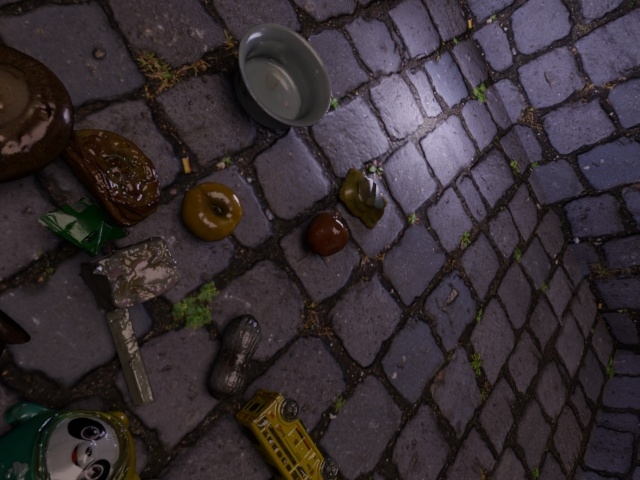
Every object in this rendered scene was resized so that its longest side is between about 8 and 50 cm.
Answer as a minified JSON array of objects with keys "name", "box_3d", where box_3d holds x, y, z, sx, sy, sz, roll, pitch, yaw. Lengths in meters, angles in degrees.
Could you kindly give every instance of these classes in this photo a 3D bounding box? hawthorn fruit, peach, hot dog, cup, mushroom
[{"name":"hawthorn fruit","box_3d":[0.018,-0.003,1.390,0.149,0.149,0.189,34,61,-26]},{"name":"peach","box_3d":[-0.315,-0.086,1.185,0.179,0.103,0.180,10,73,-32]},{"name":"hot dog","box_3d":[-0.524,-0.172,1.031,0.272,0.122,0.196,58,28,-11]},{"name":"cup","box_3d":[-0.146,-0.516,1.365,0.346,0.163,0.348,8,76,-34]},{"name":"mushroom","box_3d":[-0.719,-0.259,0.849,0.344,0.239,0.346,22,47,-25]}]

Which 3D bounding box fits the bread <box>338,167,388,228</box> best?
[{"name":"bread","box_3d":[0.174,-0.166,1.576,0.233,0.088,0.161,36,56,-28]}]

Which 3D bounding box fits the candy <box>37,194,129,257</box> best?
[{"name":"candy","box_3d":[-0.544,-0.038,0.974,0.078,0.203,0.141,-28,108,6]}]

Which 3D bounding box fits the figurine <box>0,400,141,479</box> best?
[{"name":"figurine","box_3d":[-0.551,0.478,0.826,0.339,0.231,0.324,4,50,-41]}]

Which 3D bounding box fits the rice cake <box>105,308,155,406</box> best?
[{"name":"rice cake","box_3d":[-0.472,0.287,1.016,0.052,0.057,0.257,-20,93,-64]}]

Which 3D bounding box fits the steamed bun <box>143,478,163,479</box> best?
[{"name":"steamed bun","box_3d":[-0.420,0.661,0.918,0.241,0.146,0.164,-29,102,-37]}]

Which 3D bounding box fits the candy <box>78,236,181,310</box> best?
[{"name":"candy","box_3d":[-0.465,0.082,0.989,0.184,0.195,0.137,-26,101,-41]}]

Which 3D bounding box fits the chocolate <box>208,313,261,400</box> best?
[{"name":"chocolate","box_3d":[-0.240,0.325,1.151,0.110,0.110,0.248,29,62,-29]}]

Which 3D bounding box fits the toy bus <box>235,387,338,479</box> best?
[{"name":"toy bus","box_3d":[-0.095,0.595,1.176,0.152,0.144,0.330,-37,101,-36]}]

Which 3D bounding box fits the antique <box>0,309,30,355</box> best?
[{"name":"antique","box_3d":[-0.742,0.160,0.811,0.143,0.121,0.257,-46,115,-25]}]
